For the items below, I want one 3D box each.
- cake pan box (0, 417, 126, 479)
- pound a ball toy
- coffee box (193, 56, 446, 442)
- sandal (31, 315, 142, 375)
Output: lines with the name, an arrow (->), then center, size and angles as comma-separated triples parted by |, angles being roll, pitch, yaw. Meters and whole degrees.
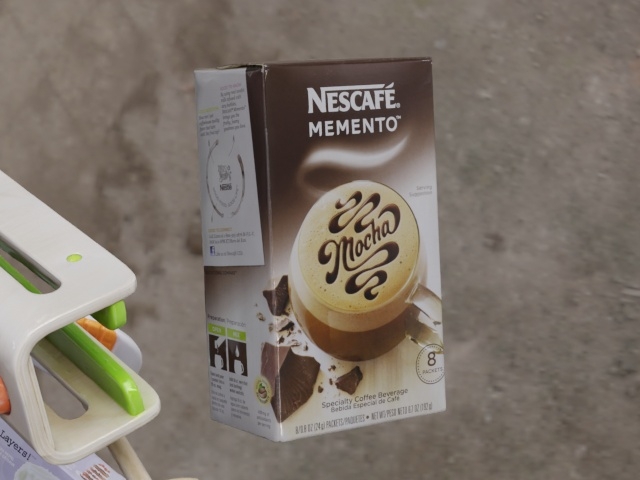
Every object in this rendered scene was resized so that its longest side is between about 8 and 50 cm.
cake pan box -> -0.407, 0.325, 2.119 | 0.267, 0.070, 0.245 | 39, 121, 11
pound a ball toy -> -0.232, 0.096, 1.244 | 0.319, 0.136, 0.208 | 33, 140, 45
coffee box -> 0.000, 0.000, 1.323 | 0.119, 0.168, 0.297 | 7, 102, 57
sandal -> -0.322, 0.089, 1.874 | 0.102, 0.265, 0.076 | -46, 31, 27
